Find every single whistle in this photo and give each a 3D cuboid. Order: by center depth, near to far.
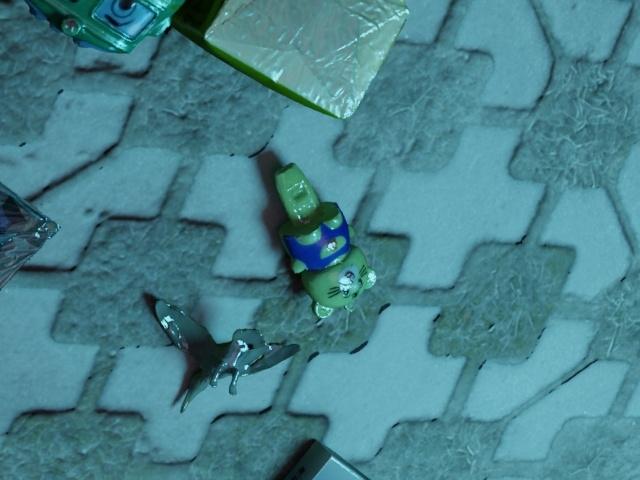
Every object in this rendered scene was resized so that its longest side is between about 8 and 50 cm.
[{"bbox_3d":[0.000,0.000,1.732,0.105,0.085,0.227,-33,114,-20],"label":"whistle"}]

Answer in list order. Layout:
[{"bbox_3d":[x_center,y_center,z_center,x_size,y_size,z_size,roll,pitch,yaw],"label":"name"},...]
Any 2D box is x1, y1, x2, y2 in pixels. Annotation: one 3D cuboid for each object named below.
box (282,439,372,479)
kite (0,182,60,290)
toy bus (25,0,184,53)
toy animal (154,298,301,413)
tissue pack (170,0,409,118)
[{"bbox_3d":[0.038,0.416,1.879,0.243,0.067,0.155,39,88,-27],"label":"box"},{"bbox_3d":[-0.497,0.008,1.578,0.368,0.014,0.406,-7,108,-20],"label":"kite"},{"bbox_3d":[-0.241,-0.329,1.406,0.183,0.343,0.199,33,100,-25],"label":"toy bus"},{"bbox_3d":[-0.142,0.169,1.722,0.219,0.095,0.155,29,89,-25],"label":"toy animal"},{"bbox_3d":[-0.058,-0.271,1.523,0.200,0.274,0.167,28,94,-27],"label":"tissue pack"}]
